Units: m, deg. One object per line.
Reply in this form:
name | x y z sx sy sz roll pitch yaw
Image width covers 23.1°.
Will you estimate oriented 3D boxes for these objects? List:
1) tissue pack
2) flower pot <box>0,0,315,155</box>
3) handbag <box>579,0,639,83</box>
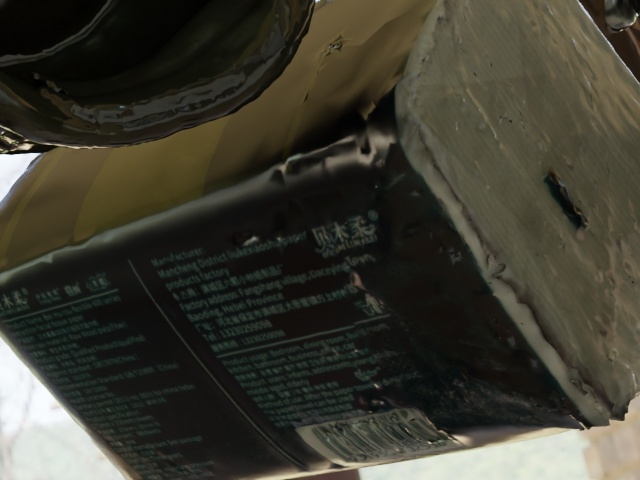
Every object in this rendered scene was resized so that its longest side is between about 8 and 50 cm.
tissue pack | 0.000 0.000 1.036 0.417 0.264 0.253 -19 29 40
flower pot | -0.157 -0.178 0.781 0.302 0.301 0.213 -6 7 -27
handbag | 0.193 -0.166 1.232 0.283 0.149 0.302 -1 -34 32
